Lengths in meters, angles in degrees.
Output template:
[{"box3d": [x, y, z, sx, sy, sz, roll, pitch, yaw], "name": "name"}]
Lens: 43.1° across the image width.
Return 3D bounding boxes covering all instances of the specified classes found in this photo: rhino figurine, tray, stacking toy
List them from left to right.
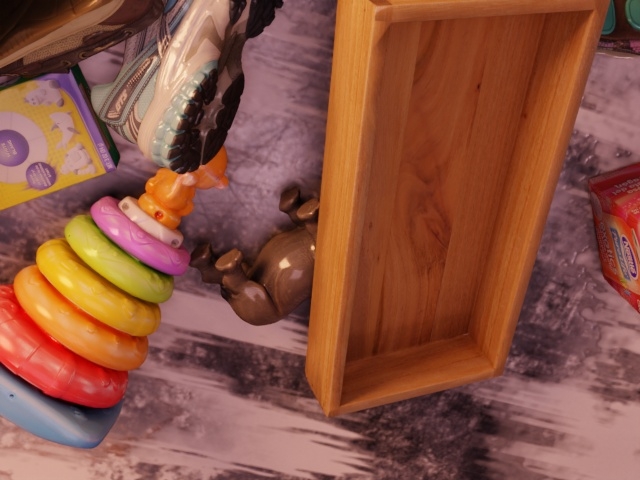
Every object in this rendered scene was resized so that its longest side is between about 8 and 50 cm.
[{"box3d": [-0.189, 0.021, 0.756, 0.175, 0.166, 0.302, 37, 93, -7], "name": "stacking toy"}, {"box3d": [0.000, 0.000, 0.801, 0.243, 0.073, 0.106, -31, 124, 4], "name": "rhino figurine"}, {"box3d": [0.102, -0.028, 0.732, 0.203, 0.076, 0.411, -9, 129, -20], "name": "tray"}]

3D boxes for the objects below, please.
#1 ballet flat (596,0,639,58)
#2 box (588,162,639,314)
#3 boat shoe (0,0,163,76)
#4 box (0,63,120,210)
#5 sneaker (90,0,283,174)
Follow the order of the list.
[{"box3d": [0.261, -0.199, 0.750, 0.221, 0.079, 0.077, 7, 69, -12], "name": "ballet flat"}, {"box3d": [0.422, -0.026, 0.821, 0.257, 0.122, 0.128, -18, 116, 0], "name": "box"}, {"box3d": [-0.223, -0.167, 0.660, 0.223, 0.080, 0.073, -11, 155, 33], "name": "boat shoe"}, {"box3d": [-0.288, -0.086, 0.739, 0.179, 0.043, 0.105, -19, 115, 2], "name": "box"}, {"box3d": [-0.108, -0.206, 0.675, 0.122, 0.110, 0.283, 27, 95, 14], "name": "sneaker"}]
